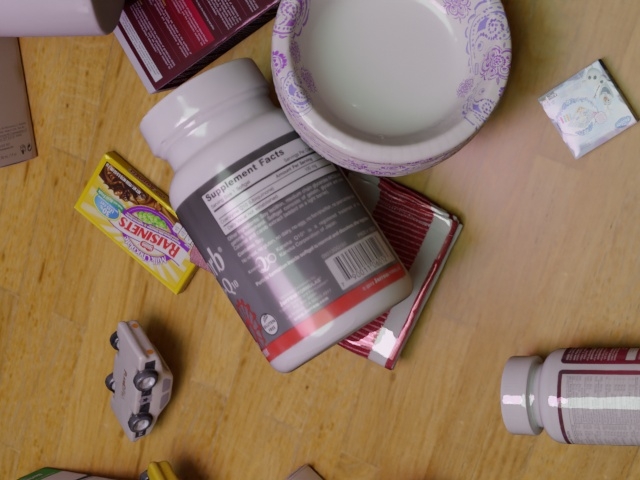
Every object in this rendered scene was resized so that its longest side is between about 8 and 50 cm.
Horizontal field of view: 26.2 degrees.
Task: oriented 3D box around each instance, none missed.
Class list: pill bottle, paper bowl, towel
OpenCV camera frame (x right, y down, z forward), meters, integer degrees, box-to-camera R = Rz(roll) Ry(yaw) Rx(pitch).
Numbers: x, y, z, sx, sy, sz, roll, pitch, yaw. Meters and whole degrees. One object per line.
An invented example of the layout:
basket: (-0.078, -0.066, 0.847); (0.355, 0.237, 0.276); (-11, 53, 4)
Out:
pill bottle: (0.344, 0.193, 1.703); (0.221, 0.121, 0.121); (-2, 101, 26)
paper bowl: (0.080, -0.219, 1.670); (0.284, 0.148, 0.284); (1, 82, -4)
pill bottle: (-0.061, -0.034, 1.733); (0.210, 0.210, 0.363); (-35, 84, 27)
towel: (0.000, 0.000, 1.847); (0.329, 0.037, 0.237); (28, 106, 15)

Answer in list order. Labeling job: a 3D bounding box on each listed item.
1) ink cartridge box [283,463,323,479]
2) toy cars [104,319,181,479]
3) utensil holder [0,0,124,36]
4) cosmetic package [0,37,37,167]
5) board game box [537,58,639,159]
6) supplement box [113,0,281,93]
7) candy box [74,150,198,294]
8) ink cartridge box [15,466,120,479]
ink cartridge box: (-0.003, 0.450, 1.940); (0.218, 0.092, 0.158); (43, 115, 12)
toy cars: (-0.231, 0.298, 2.007); (0.176, 0.087, 0.394); (1, 104, 62)
utensil holder: (-0.455, -0.416, 1.730); (0.385, 0.327, 0.327); (1, 104, 4)
cosmetic package: (-0.528, -0.257, 1.998); (0.160, 0.113, 0.309); (-1, 101, 25)
board game box: (0.327, -0.160, 1.682); (0.090, 0.020, 0.090); (-33, 87, 27)
supplement box: (-0.159, -0.312, 1.838); (0.239, 0.073, 0.130); (-30, 89, 28)
candy box: (-0.253, -0.025, 1.975); (0.206, 0.027, 0.105); (39, 116, 11)
ink cartridge box: (-0.370, 0.436, 2.076); (0.208, 0.087, 0.153); (-2, 101, 42)
